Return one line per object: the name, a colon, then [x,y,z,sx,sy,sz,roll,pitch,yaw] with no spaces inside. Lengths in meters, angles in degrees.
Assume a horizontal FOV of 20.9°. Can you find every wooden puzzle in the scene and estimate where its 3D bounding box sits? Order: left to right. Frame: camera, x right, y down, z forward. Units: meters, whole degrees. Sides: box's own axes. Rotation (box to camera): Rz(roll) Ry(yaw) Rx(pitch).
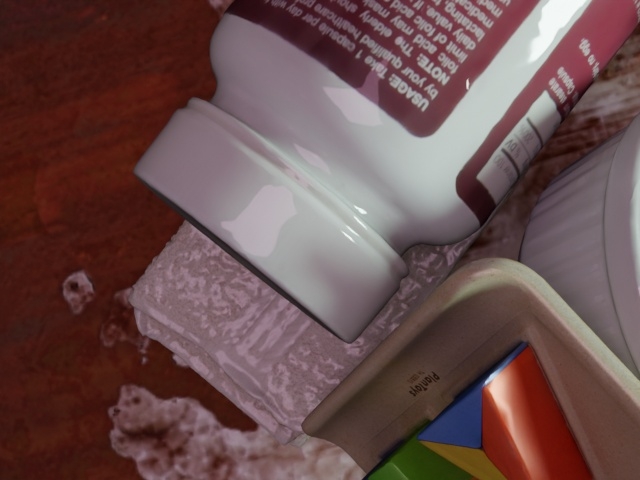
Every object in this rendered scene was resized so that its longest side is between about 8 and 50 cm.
wooden puzzle: [0.153,0.199,1.133,0.348,0.322,0.080,43,58,2]

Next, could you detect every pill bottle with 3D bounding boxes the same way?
pill bottle: [0.069,-0.139,1.164,0.224,0.224,0.392,38,86,7]

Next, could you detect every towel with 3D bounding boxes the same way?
towel: [0.000,0.000,1.303,0.187,0.049,0.282,38,97,7]

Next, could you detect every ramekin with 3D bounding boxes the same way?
ramekin: [0.248,0.042,1.158,0.127,0.273,0.273,-24,86,45]
